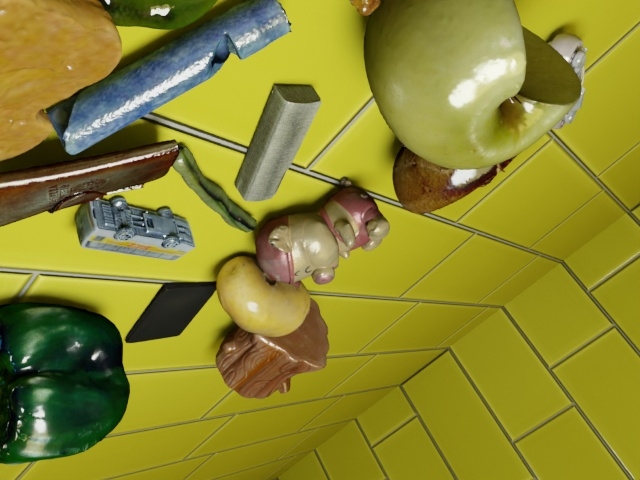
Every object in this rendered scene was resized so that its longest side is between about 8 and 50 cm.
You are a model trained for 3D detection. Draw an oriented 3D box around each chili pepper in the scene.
[{"bbox_3d":[-0.457,0.231,0.928,0.233,0.249,0.256,-20,162,32],"label":"chili pepper"}]

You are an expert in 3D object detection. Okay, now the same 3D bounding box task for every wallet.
[{"bbox_3d":[-0.313,-0.074,0.725,0.255,0.031,0.137,-18,170,-27],"label":"wallet"}]

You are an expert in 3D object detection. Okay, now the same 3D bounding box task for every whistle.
[{"bbox_3d":[-0.178,-0.201,0.670,0.304,0.062,0.062,-30,153,-2],"label":"whistle"}]

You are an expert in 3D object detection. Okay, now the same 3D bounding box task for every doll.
[{"bbox_3d":[0.001,0.002,1.091,0.255,0.152,0.196,-23,139,-7],"label":"doll"}]

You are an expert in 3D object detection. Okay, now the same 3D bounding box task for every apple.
[{"bbox_3d":[0.181,-0.235,0.763,0.233,0.258,0.295,-42,147,22],"label":"apple"}]

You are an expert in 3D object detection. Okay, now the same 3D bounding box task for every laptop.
[{"bbox_3d":[-0.307,0.149,1.167,0.135,0.016,0.197,2,139,-49],"label":"laptop"}]

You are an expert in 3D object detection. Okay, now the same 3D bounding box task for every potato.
[{"bbox_3d":[-0.116,0.120,1.143,0.233,0.150,0.146,21,96,-48],"label":"potato"}]

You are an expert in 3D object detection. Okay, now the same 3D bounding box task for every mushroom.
[{"bbox_3d":[0.254,-0.168,1.012,0.297,0.163,0.278,-39,173,13],"label":"mushroom"}]

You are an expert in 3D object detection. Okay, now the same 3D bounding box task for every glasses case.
[{"bbox_3d":[-0.069,-0.148,0.881,0.070,0.047,0.205,-10,145,-37],"label":"glasses case"}]

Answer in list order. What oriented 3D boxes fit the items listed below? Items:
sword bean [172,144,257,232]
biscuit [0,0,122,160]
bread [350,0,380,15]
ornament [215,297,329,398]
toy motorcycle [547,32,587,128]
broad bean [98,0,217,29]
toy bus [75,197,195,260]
[{"bbox_3d":[-0.170,-0.073,0.913,0.043,0.038,0.269,-43,153,-4],"label":"sword bean"},{"bbox_3d":[-0.362,-0.138,0.496,0.351,0.057,0.312,-23,173,-43],"label":"biscuit"},{"bbox_3d":[0.056,-0.367,0.614,0.104,0.076,0.233,-28,148,-33],"label":"bread"},{"bbox_3d":[-0.116,0.256,1.335,0.217,0.221,0.235,-44,172,33],"label":"ornament"},{"bbox_3d":[0.485,-0.320,1.120,0.112,0.113,0.254,-33,151,3],"label":"toy motorcycle"},{"bbox_3d":[-0.199,-0.280,0.538,0.291,0.049,0.144,2,132,-50],"label":"broad bean"},{"bbox_3d":[-0.284,-0.015,0.873,0.075,0.064,0.190,-32,155,29],"label":"toy bus"}]
